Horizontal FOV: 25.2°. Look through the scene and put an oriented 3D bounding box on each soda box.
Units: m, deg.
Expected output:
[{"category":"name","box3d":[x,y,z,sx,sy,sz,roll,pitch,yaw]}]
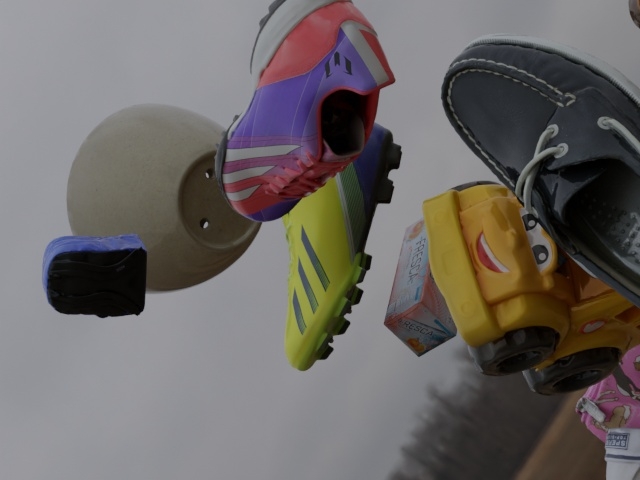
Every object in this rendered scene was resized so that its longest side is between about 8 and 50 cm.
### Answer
[{"category":"soda box","box3d":[0.125,0.044,1.627,0.058,0.063,0.183,-34,24,33]}]

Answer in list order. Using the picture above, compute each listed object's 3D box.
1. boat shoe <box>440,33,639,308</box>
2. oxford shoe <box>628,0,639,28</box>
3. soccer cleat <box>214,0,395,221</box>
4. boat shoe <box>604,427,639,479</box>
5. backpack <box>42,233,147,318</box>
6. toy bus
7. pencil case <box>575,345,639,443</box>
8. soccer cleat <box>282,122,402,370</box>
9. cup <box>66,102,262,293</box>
[{"category":"boat shoe","box3d":[0.188,-0.038,0.951,0.091,0.302,0.114,-28,-38,-42]},{"category":"oxford shoe","box3d":[0.346,-0.276,1.249,0.212,0.076,0.076,-65,15,-13]},{"category":"soccer cleat","box3d":[-0.015,-0.091,1.280,0.109,0.116,0.318,-26,-22,-27]},{"category":"boat shoe","box3d":[0.343,0.203,1.128,0.095,0.258,0.084,133,145,-77]},{"category":"backpack","box3d":[-0.279,0.041,1.738,0.101,0.120,0.098,-138,48,-63]},{"category":"toy bus","box3d":[0.215,0.013,1.108,0.211,0.149,0.220,-26,-27,28]},{"category":"pencil case","box3d":[0.436,0.096,1.767,0.167,0.160,0.386,-26,-43,-44]},{"category":"soccer cleat","box3d":[0.000,0.000,1.584,0.093,0.121,0.289,66,-138,-81]},{"category":"cup","box3d":[-0.221,-0.066,2.375,0.331,0.331,0.237,-52,28,-20]}]
